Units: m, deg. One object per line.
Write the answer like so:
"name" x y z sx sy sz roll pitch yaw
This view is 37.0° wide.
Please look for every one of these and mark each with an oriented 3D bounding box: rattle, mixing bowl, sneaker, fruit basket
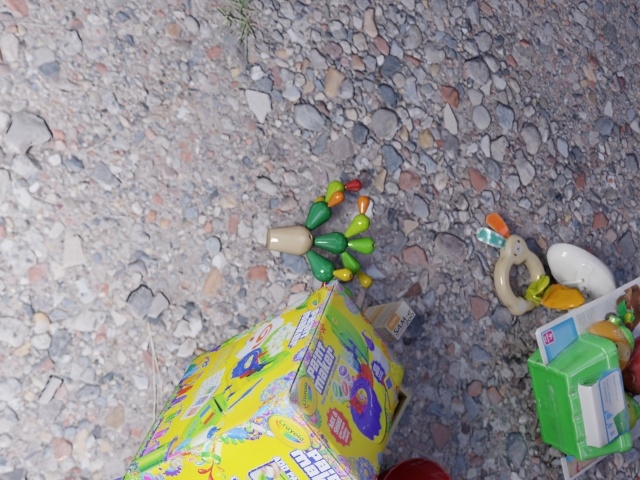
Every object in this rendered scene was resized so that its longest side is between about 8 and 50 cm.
"rattle" 0.393 0.041 1.807 0.130 0.143 0.199 -18 97 -18
"mixing bowl" 0.129 0.445 1.556 0.181 0.098 0.181 8 75 -34
"sneaker" 0.538 0.134 1.903 0.290 0.106 0.123 49 55 -18
"fruit basket" 0.574 0.252 1.814 0.353 0.165 0.327 -20 109 -19

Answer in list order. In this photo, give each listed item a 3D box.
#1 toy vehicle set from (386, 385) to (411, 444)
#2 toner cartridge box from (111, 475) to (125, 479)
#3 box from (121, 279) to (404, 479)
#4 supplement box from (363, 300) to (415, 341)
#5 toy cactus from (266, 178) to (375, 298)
"toy vehicle set" 0.030 0.311 1.553 0.166 0.035 0.267 43 59 -20
"toner cartridge box" -0.258 0.389 1.213 0.348 0.075 0.165 -1 71 -61
"box" -0.065 0.243 1.286 0.177 0.279 0.290 53 27 -14
"supplement box" 0.104 0.139 1.603 0.036 0.098 0.062 49 58 -17
"toy cactus" 0.000 0.000 1.576 0.181 0.112 0.218 3 80 -15
